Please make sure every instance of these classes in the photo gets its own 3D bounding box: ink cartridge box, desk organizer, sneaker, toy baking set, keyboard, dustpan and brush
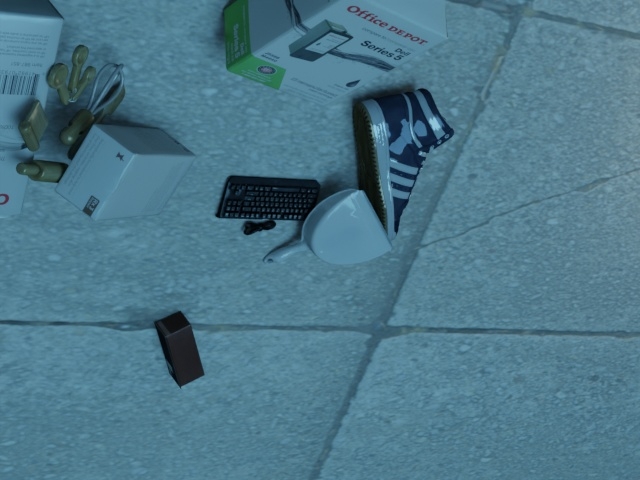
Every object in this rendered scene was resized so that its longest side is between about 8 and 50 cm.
[{"bbox_3d":[0.020,-0.317,1.848,0.198,0.114,0.273,16,152,-39],"label":"ink cartridge box"},{"bbox_3d":[-0.243,0.189,2.202,0.050,0.047,0.130,-26,133,-18],"label":"desk organizer"},{"bbox_3d":[0.147,-0.131,2.179,0.153,0.099,0.282,-21,129,-17],"label":"sneaker"},{"bbox_3d":[-0.337,-0.167,1.772,0.196,0.030,0.256,-64,166,3],"label":"toy baking set"},{"bbox_3d":[-0.494,-0.191,1.696,0.223,0.129,0.307,-1,123,-34],"label":"ink cartridge box"},{"bbox_3d":[-0.088,-0.054,2.137,0.180,0.023,0.108,2,121,-33],"label":"keyboard"},{"bbox_3d":[0.000,0.000,2.186,0.211,0.060,0.147,-28,123,2],"label":"dustpan and brush"}]

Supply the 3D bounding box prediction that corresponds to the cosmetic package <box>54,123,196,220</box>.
[{"bbox_3d":[-0.280,-0.100,1.854,0.117,0.085,0.231,-56,167,11],"label":"cosmetic package"}]
